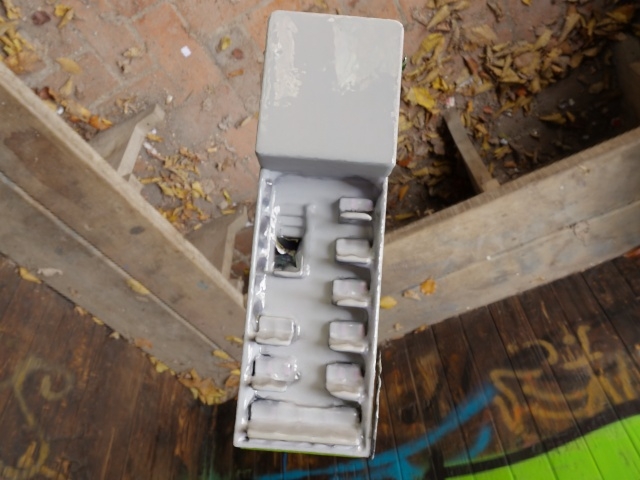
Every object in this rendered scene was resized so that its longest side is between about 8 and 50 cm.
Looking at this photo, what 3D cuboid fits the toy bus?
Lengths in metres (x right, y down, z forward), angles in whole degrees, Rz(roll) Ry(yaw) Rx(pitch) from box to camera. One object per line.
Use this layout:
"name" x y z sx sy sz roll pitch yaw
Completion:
"toy bus" 0.000 0.000 0.368 0.113 0.301 0.139 4 174 0
